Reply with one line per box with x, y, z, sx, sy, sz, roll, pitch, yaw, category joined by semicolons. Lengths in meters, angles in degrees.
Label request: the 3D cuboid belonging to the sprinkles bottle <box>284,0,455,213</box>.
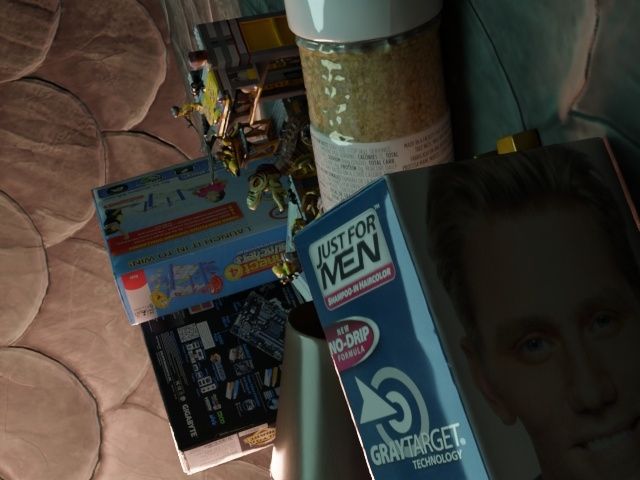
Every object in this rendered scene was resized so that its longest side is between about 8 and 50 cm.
0.054;-0.066;0.828;0.121;0.121;0.355;-125;21;-57;sprinkles bottle

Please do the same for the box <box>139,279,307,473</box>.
-0.094;0.151;1.410;0.073;0.294;0.295;86;162;-48;box

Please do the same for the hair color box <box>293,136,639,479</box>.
0.129;0.126;0.555;0.105;0.174;0.347;-33;73;54;hair color box

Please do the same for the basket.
0.022;0.196;1.202;0.204;0.154;0.226;26;122;51;basket

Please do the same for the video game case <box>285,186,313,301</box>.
0.000;0.000;1.285;0.183;0.023;0.201;-131;40;-52;video game case

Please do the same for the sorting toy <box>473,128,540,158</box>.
0.156;0.078;0.747;0.229;0.041;0.307;170;84;-79;sorting toy

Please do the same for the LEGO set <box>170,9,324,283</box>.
-0.054;-0.092;1.054;0.331;0.192;0.254;132;123;-69;LEGO set

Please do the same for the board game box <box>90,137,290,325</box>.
-0.173;-0.026;1.501;0.302;0.308;0.086;-123;19;-58;board game box
